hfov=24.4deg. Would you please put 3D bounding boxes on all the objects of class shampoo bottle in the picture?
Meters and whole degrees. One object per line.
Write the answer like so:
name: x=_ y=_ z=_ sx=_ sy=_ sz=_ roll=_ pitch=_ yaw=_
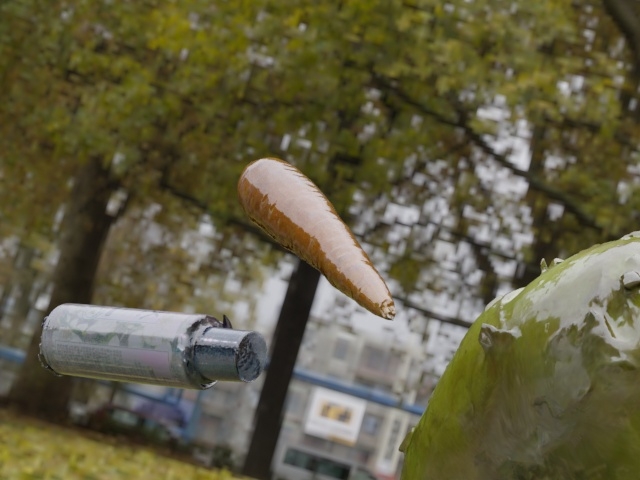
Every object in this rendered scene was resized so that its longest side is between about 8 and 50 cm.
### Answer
shampoo bottle: x=-0.145 y=0.092 z=1.287 sx=0.214 sy=0.072 sz=0.072 roll=3 pitch=-18 yaw=33

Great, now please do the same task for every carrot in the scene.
carrot: x=0.000 y=0.000 z=0.938 sx=0.048 sy=0.048 sz=0.216 roll=25 pitch=12 yaw=-34

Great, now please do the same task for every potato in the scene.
potato: x=0.092 y=0.082 z=0.568 sx=0.090 sy=0.117 sz=0.225 roll=-3 pitch=-34 yaw=-33
